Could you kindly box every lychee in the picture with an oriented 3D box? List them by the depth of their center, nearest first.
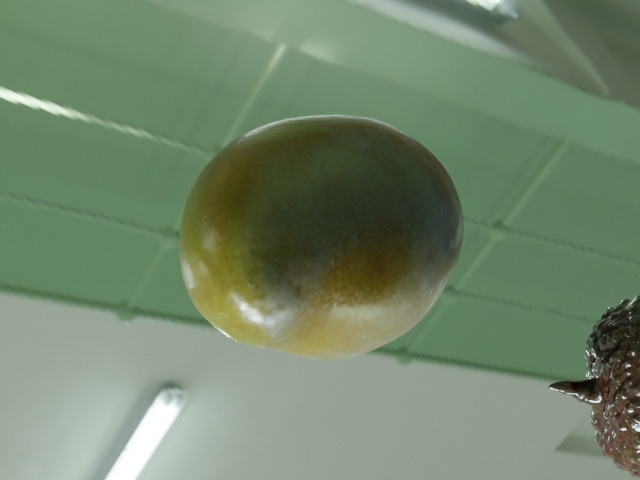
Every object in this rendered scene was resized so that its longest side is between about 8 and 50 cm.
[{"bbox_3d":[0.283,0.125,0.951,0.198,0.165,0.165,-6,-146,-2],"label":"lychee"}]

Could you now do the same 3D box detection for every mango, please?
[{"bbox_3d":[0.000,0.000,1.009,0.384,0.199,0.221,-27,-75,-62],"label":"mango"}]
